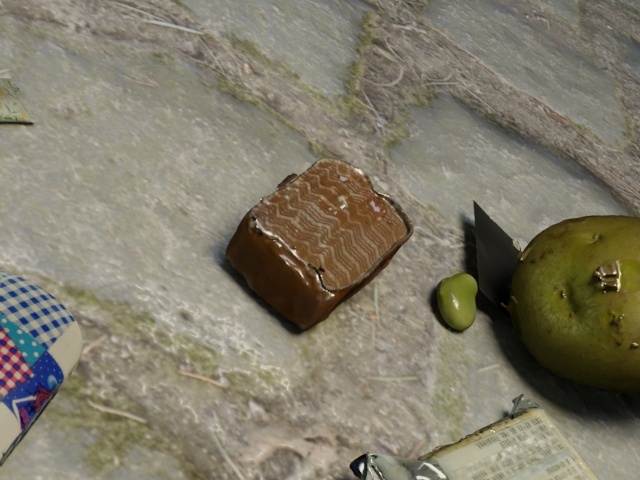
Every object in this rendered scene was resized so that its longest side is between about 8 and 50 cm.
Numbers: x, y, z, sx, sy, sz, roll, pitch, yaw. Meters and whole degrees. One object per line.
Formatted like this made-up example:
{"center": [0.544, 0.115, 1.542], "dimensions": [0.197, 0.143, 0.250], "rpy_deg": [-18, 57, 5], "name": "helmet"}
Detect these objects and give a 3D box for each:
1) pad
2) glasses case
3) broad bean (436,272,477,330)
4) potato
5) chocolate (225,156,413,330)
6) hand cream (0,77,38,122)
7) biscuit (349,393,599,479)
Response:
{"center": [0.247, 0.036, 1.358], "dimensions": [0.116, 0.004, 0.193], "rpy_deg": [42, 32, -24], "name": "pad"}
{"center": [-0.293, 0.136, 0.752], "dimensions": [0.125, 0.076, 0.327], "rpy_deg": [36, 36, -5], "name": "glasses case"}
{"center": [0.171, 0.074, 1.249], "dimensions": [0.063, 0.045, 0.083], "rpy_deg": [45, 37, -25], "name": "broad bean"}
{"center": [0.418, 0.088, 1.271], "dimensions": [0.359, 0.219, 0.270], "rpy_deg": [13, 3, -35], "name": "potato"}
{"center": [0.000, 0.000, 1.141], "dimensions": [0.148, 0.093, 0.214], "rpy_deg": [45, 37, 7], "name": "chocolate"}
{"center": [-0.382, -0.145, 1.023], "dimensions": [0.194, 0.042, 0.067], "rpy_deg": [-11, 56, -52], "name": "hand cream"}
{"center": [0.181, 0.257, 1.022], "dimensions": [0.309, 0.079, 0.186], "rpy_deg": [-12, 56, -46], "name": "biscuit"}
